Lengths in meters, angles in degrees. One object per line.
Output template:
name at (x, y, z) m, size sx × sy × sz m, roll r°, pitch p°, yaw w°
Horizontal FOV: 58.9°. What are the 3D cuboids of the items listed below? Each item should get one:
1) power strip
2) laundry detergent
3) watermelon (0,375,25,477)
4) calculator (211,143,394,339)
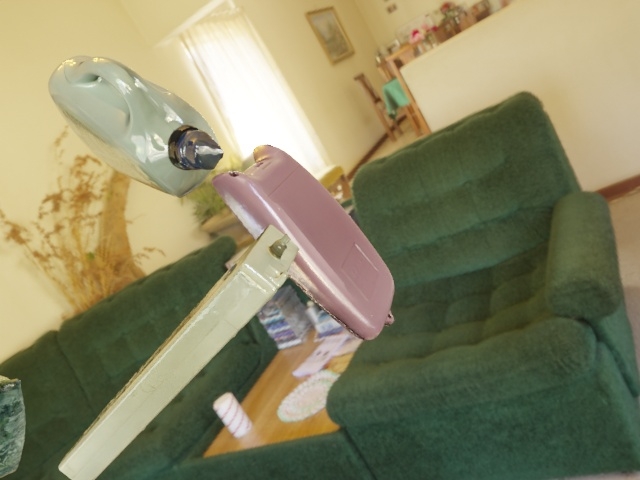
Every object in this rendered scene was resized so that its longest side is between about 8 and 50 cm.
power strip at (-0.144, 0.118, 0.579) m, size 0.367 × 0.043 × 0.106 m, roll -46°, pitch 8°, yaw 22°
laundry detergent at (-0.230, -0.148, 0.742) m, size 0.280 × 0.215 × 0.105 m, roll 22°, pitch 64°, yaw 47°
watermelon at (-0.640, 0.236, 0.833) m, size 0.258 × 0.387 × 0.228 m, roll 27°, pitch 103°, yaw 63°
calculator at (0.001, -0.001, 0.730) m, size 0.043 × 0.294 × 0.194 m, roll -39°, pitch 8°, yaw 27°
